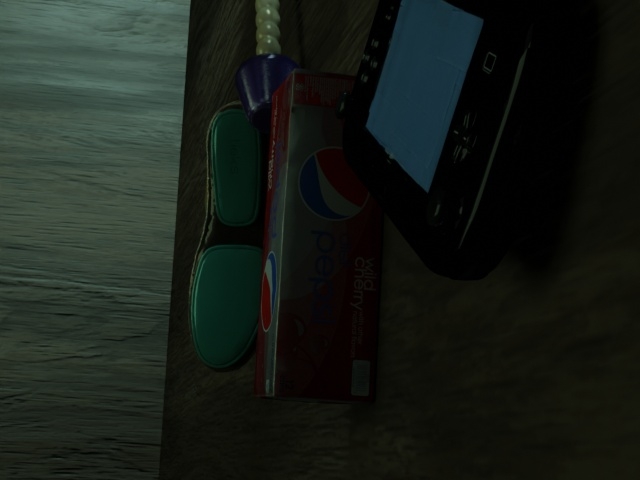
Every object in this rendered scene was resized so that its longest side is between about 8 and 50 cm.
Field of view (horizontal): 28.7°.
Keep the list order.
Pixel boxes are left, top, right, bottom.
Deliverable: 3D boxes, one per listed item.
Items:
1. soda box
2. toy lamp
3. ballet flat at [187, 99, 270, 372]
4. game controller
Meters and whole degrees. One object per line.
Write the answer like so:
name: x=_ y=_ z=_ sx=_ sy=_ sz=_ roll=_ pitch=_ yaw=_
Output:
soda box: x=0.000 y=0.000 z=1.022 sx=0.092 sy=0.083 sz=0.263 roll=153 pitch=121 yaw=-76
toy lamp: x=-0.059 y=-0.238 z=1.436 sx=0.080 sy=0.080 sz=0.275 roll=109 pitch=165 yaw=-51
ballet flat: x=-0.088 y=-0.005 z=1.468 sx=0.106 sy=0.107 sz=0.316 roll=-28 pitch=-54 yaw=-79
game controller: x=0.071 y=-0.094 z=0.756 sx=0.319 sy=0.067 sz=0.167 roll=-120 pitch=37 yaw=-70
